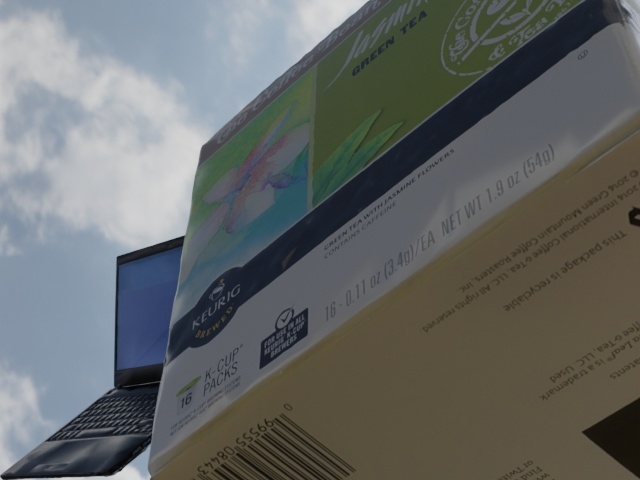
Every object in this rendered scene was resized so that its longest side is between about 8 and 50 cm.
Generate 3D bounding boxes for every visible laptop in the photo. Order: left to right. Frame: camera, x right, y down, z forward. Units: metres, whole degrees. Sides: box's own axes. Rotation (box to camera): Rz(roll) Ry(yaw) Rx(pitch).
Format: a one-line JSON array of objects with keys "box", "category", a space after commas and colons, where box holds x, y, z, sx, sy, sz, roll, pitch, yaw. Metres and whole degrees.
[{"box": [-0.215, 0.120, 1.237, 0.264, 0.234, 0.136, -38, -75, -38], "category": "laptop"}]

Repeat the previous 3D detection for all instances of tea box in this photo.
[{"box": [0.096, -0.001, 0.713, 0.329, 0.323, 0.220, -38, -62, 25], "category": "tea box"}]
